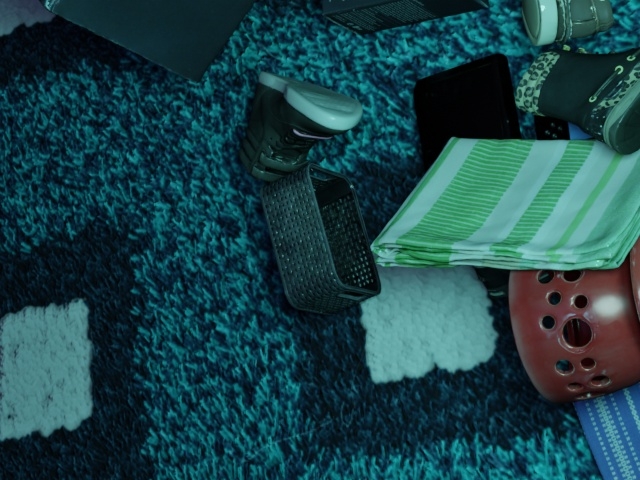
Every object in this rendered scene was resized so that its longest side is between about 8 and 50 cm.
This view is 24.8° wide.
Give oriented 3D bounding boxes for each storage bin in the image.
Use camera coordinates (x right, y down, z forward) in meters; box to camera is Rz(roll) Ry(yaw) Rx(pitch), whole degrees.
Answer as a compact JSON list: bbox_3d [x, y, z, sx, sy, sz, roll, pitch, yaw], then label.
[{"bbox_3d":[0.000,0.000,1.954,0.084,0.122,0.180,-23,70,26],"label":"storage bin"}]

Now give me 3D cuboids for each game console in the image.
[{"bbox_3d":[0.291,-0.154,1.846,0.361,0.044,0.213,-17,74,28],"label":"game console"}]

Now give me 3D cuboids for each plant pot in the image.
[{"bbox_3d":[0.331,0.082,1.669,0.174,0.191,0.191,-14,75,26],"label":"plant pot"}]

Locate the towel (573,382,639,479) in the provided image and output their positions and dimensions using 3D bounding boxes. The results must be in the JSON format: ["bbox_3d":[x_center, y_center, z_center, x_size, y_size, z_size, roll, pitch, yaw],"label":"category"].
[{"bbox_3d":[0.471,0.201,1.686,0.336,0.040,0.243,-29,69,27],"label":"towel"}]

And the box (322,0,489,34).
[{"bbox_3d":[0.112,-0.378,1.955,0.207,0.108,0.153,-6,79,31],"label":"box"}]

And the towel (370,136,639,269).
[{"bbox_3d":[0.244,-0.051,1.718,0.325,0.038,0.248,1,39,38],"label":"towel"}]

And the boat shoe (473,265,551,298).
[{"bbox_3d":[0.304,0.013,1.804,0.233,0.084,0.079,-17,111,22],"label":"boat shoe"}]

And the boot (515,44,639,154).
[{"bbox_3d":[0.362,-0.216,1.747,0.236,0.085,0.179,-47,42,-17],"label":"boot"}]

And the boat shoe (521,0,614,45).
[{"bbox_3d":[0.288,-0.377,1.832,0.097,0.116,0.324,-6,52,-3],"label":"boat shoe"}]

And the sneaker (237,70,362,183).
[{"bbox_3d":[-0.029,-0.136,1.962,0.296,0.105,0.146,-145,67,-67],"label":"sneaker"}]

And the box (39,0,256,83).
[{"bbox_3d":[-0.236,-0.566,2.043,0.471,0.297,0.480,-51,47,13],"label":"box"}]
